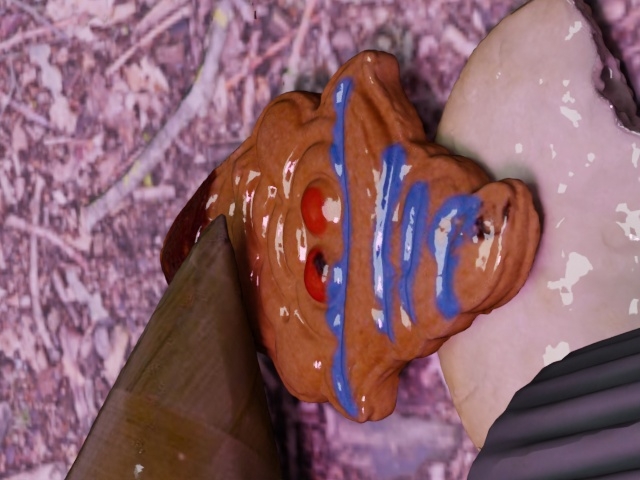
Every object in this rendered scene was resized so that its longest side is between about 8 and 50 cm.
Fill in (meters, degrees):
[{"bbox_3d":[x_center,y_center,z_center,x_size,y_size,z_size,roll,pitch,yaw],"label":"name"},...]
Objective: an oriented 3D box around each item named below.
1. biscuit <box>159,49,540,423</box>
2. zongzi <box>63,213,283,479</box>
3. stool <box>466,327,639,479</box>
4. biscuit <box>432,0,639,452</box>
[{"bbox_3d":[0.000,0.000,0.859,0.280,0.043,0.183,-3,88,47],"label":"biscuit"},{"bbox_3d":[-0.034,0.213,0.847,0.323,0.160,0.360,41,118,35],"label":"zongzi"},{"bbox_3d":[0.240,0.129,0.538,0.330,0.297,0.297,-17,84,45],"label":"stool"},{"bbox_3d":[0.120,0.013,0.779,0.188,0.040,0.265,-7,91,43],"label":"biscuit"}]
